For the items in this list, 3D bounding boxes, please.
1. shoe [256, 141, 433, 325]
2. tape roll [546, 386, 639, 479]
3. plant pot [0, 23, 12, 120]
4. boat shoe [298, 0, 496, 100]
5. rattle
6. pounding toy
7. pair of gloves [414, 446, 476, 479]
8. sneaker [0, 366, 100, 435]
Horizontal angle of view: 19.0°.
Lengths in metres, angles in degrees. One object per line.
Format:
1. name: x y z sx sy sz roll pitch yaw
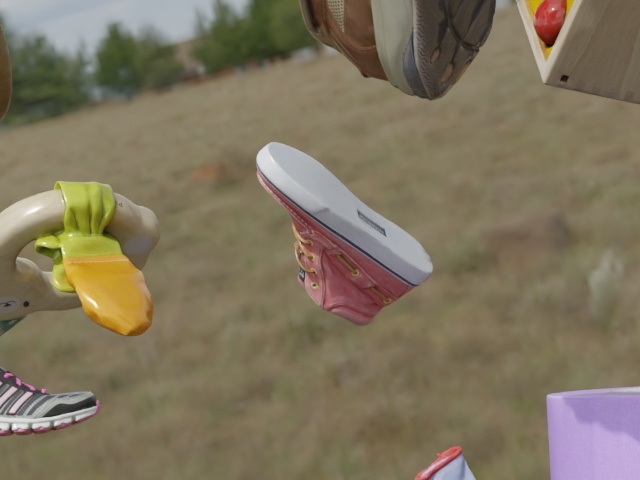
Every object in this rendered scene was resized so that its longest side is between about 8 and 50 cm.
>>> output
1. shoe: 0.000 0.000 1.501 0.081 0.178 0.063 -42 29 22
2. tape roll: 0.302 0.147 1.366 0.275 0.090 0.275 -2 -4 0
3. plant pot: -0.374 -0.208 1.803 0.032 0.236 0.236 -32 14 -31
4. boat shoe: 0.019 -0.225 1.058 0.116 0.324 0.123 17 41 29
5. rattle: -0.199 0.059 1.390 0.200 0.143 0.130 -36 -23 22
6. pounding toy: 0.170 -0.173 1.267 0.100 0.130 0.141 11 35 -15
7. pair of gloves: 0.091 0.275 1.569 0.198 0.159 0.023 -32 -2 -22
8. sneaker: -0.285 0.138 1.719 0.170 0.075 0.063 -3 -9 -9
